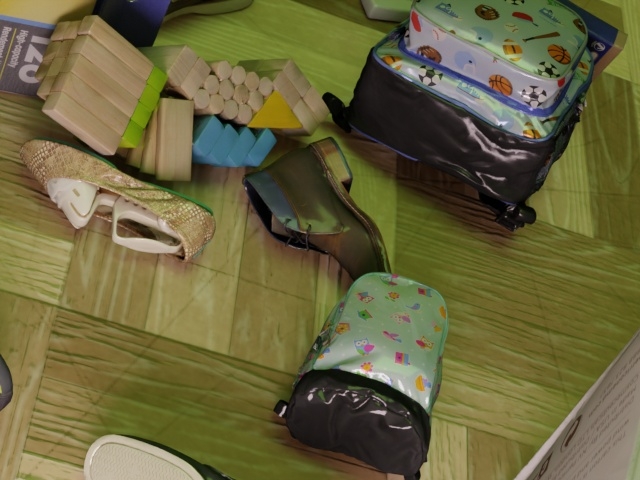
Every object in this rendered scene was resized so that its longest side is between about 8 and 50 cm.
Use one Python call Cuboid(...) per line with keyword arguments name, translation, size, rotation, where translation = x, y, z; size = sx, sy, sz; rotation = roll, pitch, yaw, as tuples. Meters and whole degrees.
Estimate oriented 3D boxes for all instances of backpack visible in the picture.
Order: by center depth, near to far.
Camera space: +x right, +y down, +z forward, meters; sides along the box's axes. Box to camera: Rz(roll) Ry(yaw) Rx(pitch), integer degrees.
Cuboid(name="backpack", translation=(0.056, 0.119, 1.405), size=(0.152, 0.115, 0.182), rotation=(24, 40, -1))
Cuboid(name="backpack", translation=(0.186, -0.186, 1.713), size=(0.276, 0.213, 0.263), rotation=(32, 32, 8))

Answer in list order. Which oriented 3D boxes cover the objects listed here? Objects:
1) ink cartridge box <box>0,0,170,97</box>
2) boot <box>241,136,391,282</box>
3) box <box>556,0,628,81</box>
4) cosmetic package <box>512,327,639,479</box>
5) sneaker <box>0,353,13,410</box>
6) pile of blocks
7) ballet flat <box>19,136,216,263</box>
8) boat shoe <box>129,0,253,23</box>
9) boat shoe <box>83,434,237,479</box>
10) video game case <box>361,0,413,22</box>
Cuboid(name="ink cartridge box", translation=(-0.283, -0.263, 1.451), size=(0.307, 0.303, 0.072), rotation=(10, 49, -19))
Cuboid(name="boot", translation=(0.000, 0.000, 1.539), size=(0.106, 0.082, 0.219), rotation=(-17, 61, -13))
Cuboid(name="box", translation=(0.247, -0.263, 1.843), size=(0.225, 0.136, 0.036), rotation=(30, 55, -6))
Cuboid(name="cosmetic package", translation=(0.346, 0.329, 1.199), size=(0.393, 0.329, 0.327), rotation=(29, 42, -1))
Cuboid(name="sneaker", translation=(-0.344, 0.024, 1.293), size=(0.121, 0.111, 0.300), rotation=(-19, 63, -44))
Cuboid(name="pile of blocks", translation=(-0.157, -0.133, 1.550), size=(0.362, 0.112, 0.149), rotation=(5, 89, -45))
Cuboid(name="ballet flat", translation=(-0.203, -0.035, 1.453), size=(0.206, 0.073, 0.067), rotation=(21, 57, -3))
Cuboid(name="boat shoe", translation=(-0.186, -0.301, 1.692), size=(0.324, 0.097, 0.116), rotation=(-21, 62, -40))
Cuboid(name="boat shoe", translation=(-0.093, 0.235, 1.260), size=(0.233, 0.084, 0.079), rotation=(26, 4, 7))
Cuboid(name="video game case", translation=(0.127, -0.365, 1.974), size=(0.206, 0.026, 0.227), rotation=(3, 48, -26))
